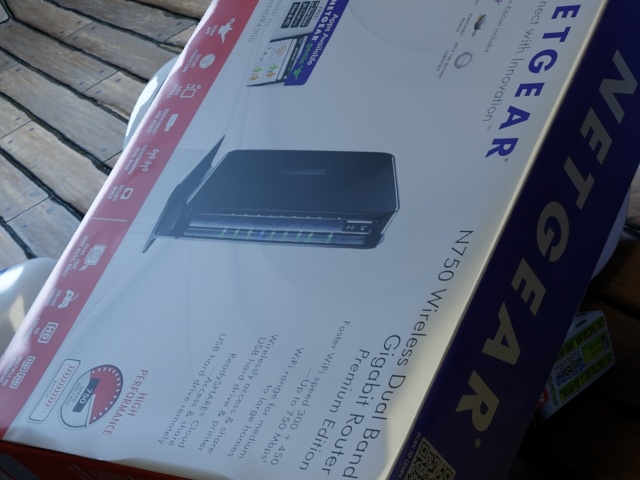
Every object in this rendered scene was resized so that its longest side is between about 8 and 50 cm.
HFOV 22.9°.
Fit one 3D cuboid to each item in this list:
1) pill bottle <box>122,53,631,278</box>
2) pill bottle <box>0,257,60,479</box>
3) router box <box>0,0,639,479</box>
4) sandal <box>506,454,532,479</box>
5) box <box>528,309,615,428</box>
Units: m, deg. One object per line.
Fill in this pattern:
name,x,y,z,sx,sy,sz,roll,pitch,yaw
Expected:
pill bottle,0.035,-0.047,1.093,0.334,0.188,0.188,4,38,42
pill bottle,-0.226,0.102,1.120,0.272,0.152,0.152,-22,23,15
router box,0.000,0.000,0.859,0.301,0.082,0.335,2,55,41
sandal,0.048,0.153,0.846,0.090,0.060,0.219,-33,8,-29
box,0.059,0.085,0.950,0.207,0.036,0.114,-10,9,36
